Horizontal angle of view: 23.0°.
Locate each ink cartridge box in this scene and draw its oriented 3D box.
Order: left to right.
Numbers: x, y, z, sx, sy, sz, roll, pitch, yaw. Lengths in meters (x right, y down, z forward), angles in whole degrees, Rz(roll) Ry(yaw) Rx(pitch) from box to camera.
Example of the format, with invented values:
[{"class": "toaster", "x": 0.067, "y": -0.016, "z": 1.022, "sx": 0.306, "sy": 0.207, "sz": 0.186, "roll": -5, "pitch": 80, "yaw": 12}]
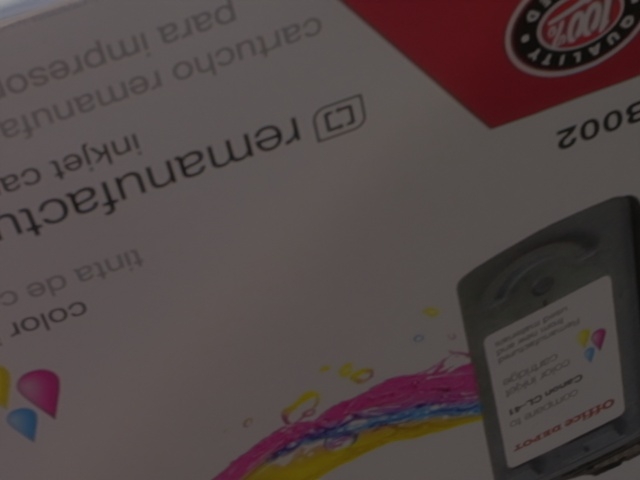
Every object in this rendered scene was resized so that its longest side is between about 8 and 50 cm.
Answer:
[{"class": "ink cartridge box", "x": 0.000, "y": 0.000, "z": 0.452, "sx": 0.226, "sy": 0.306, "sz": 0.131, "roll": -20, "pitch": 45, "yaw": -6}]
